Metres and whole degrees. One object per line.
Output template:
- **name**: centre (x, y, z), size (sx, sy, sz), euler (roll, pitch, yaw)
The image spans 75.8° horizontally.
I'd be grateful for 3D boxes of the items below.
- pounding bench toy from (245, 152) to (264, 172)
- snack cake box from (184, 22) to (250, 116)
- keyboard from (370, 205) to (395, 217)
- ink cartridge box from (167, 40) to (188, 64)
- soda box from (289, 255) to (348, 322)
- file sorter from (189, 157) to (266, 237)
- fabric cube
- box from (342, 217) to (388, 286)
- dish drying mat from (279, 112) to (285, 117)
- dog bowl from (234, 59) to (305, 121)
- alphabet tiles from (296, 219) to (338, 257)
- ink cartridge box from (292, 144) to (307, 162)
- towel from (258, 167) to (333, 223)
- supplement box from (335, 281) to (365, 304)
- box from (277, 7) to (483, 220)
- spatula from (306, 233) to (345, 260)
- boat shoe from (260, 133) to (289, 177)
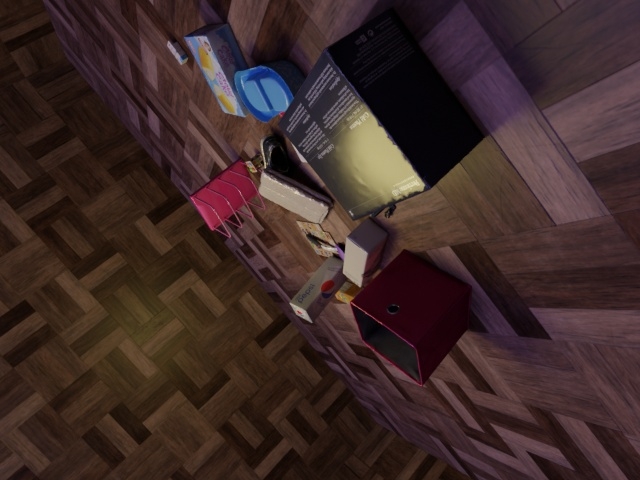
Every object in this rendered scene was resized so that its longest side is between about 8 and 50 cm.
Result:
- **pounding bench toy**: centre (-0.271, -0.315, 1.686), size (0.052, 0.065, 0.083), euler (57, 158, -22)
- **snack cake box**: centre (-0.304, -0.541, 1.319), size (0.152, 0.089, 0.264), euler (28, 152, 45)
- **keyboard**: centre (0.175, -0.114, 1.216), size (0.108, 0.023, 0.180), euler (47, 160, 3)
- **ink cartridge box**: centre (-0.542, -0.718, 1.562), size (0.083, 0.028, 0.048), euler (54, 158, -16)
- **soda box**: centre (0.005, 0.199, 1.726), size (0.098, 0.286, 0.091), euler (20, 147, 39)
- **file sorter**: centre (-0.373, -0.183, 1.814), size (0.182, 0.291, 0.202), euler (26, 150, 40)
- **fabric cube**: centre (0.286, 0.236, 1.284), size (0.254, 0.258, 0.259), euler (33, 155, 38)
- **box**: centre (0.151, 0.049, 1.430), size (0.094, 0.113, 0.275), euler (40, 159, 20)
- **dish drying mat**: centre (-0.105, -0.395, 1.294), size (0.083, 0.008, 0.032), euler (20, 145, 52)
- **dog bowl**: centre (-0.139, -0.436, 1.197), size (0.297, 0.074, 0.165), euler (22, 147, 51)
- **alphabet tiles**: centre (0.000, 0.000, 1.788), size (0.237, 0.009, 0.198), euler (13, 139, 58)
- **ink cartridge box**: centre (-0.010, -0.286, 1.222), size (0.180, 0.060, 0.104), euler (19, 145, 52)
- **towel**: centre (-0.096, -0.163, 1.527), size (0.282, 0.049, 0.187), euler (27, 158, -3)
- **supplement box**: centre (0.151, 0.244, 1.823), size (0.233, 0.080, 0.078), euler (16, 141, 58)
- **box**: centre (0.106, -0.241, 0.907), size (0.312, 0.179, 0.343), euler (52, 159, -7)
- **spatula**: centre (0.026, 0.028, 1.729), size (0.296, 0.030, 0.084), euler (27, 150, 45)
- **boat shoe**: centre (-0.155, -0.273, 1.504), size (0.079, 0.084, 0.233), euler (39, 156, 34)
